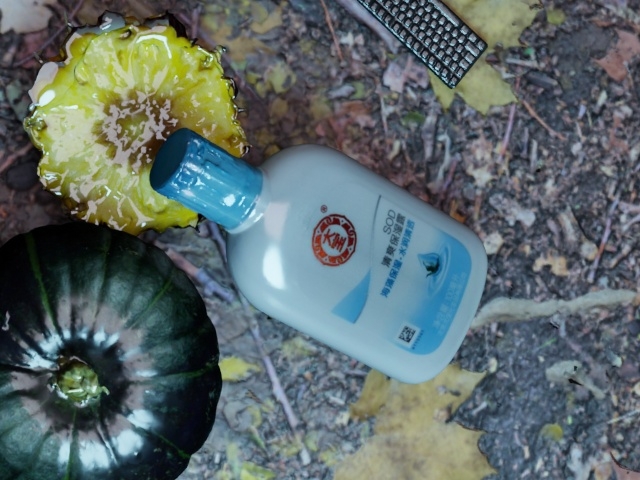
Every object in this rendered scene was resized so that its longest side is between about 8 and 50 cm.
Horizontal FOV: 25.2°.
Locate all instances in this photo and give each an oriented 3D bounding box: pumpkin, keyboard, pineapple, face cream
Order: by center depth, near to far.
[{"bbox_3d":[-0.199,0.110,1.183,0.250,0.216,0.250,1,86,-12],"label":"pumpkin"},{"bbox_3d":[-0.167,-0.101,1.272,0.225,0.076,0.225,-2,94,-24],"label":"pineapple"},{"bbox_3d":[0.000,0.000,1.285,0.337,0.080,0.163,30,79,-29],"label":"face cream"},{"bbox_3d":[0.073,-0.237,1.393,0.204,0.013,0.061,42,75,-12],"label":"keyboard"}]
